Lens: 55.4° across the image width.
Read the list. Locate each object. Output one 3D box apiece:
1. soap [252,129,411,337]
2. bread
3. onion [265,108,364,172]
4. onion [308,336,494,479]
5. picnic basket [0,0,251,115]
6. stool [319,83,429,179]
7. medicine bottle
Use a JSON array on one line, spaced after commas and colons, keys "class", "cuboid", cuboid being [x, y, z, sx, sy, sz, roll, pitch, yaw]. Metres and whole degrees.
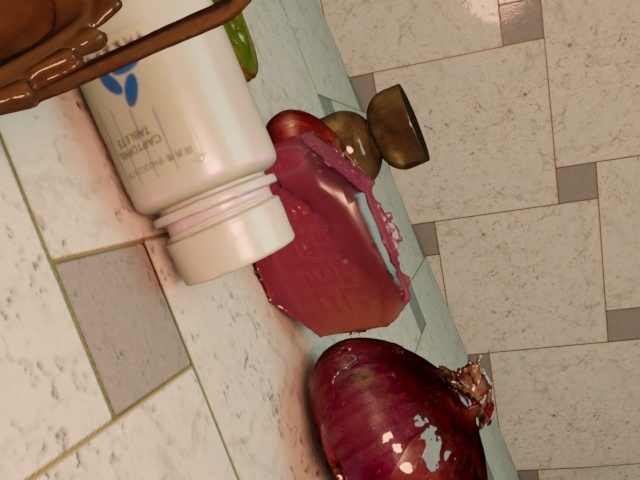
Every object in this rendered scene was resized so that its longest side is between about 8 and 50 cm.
[{"class": "soap", "cuboid": [0.000, 0.000, 0.928, 0.324, 0.220, 0.127, 66, 26, -12]}, {"class": "bread", "cuboid": [-0.176, -0.363, 1.010, 0.236, 0.070, 0.236, -20, 90, -79]}, {"class": "onion", "cuboid": [-0.016, -0.133, 1.154, 0.248, 0.161, 0.248, 60, -3, 5]}, {"class": "onion", "cuboid": [0.141, 0.281, 0.903, 0.347, 0.285, 0.347, 53, 6, -8]}, {"class": "picnic basket", "cuboid": [-0.213, -0.179, 0.296, 0.291, 0.321, 0.254, -80, 149, -56]}, {"class": "stool", "cuboid": [0.083, -0.206, 1.330, 0.179, 0.264, 0.179, 57, 20, -34]}, {"class": "medicine bottle", "cuboid": [-0.144, -0.110, 0.671, 0.293, 0.170, 0.170, 66, 17, -6]}]
